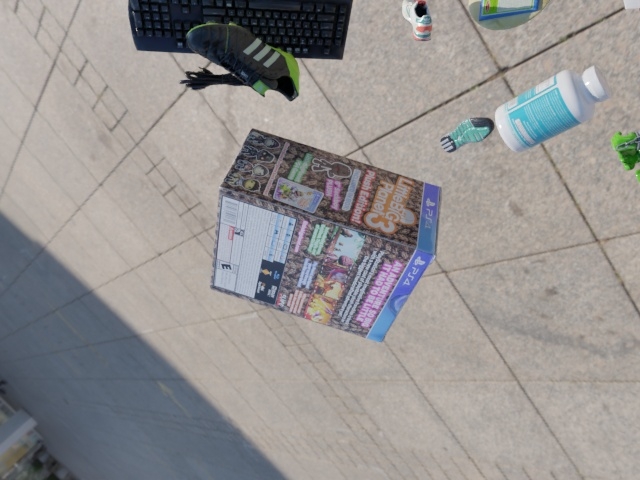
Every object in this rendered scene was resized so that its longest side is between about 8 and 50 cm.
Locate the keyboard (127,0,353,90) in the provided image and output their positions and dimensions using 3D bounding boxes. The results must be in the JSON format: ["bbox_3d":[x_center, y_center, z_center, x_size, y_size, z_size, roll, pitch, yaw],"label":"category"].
[{"bbox_3d":[-0.120,-0.299,0.776,0.318,0.033,0.201,0,149,-8],"label":"keyboard"}]

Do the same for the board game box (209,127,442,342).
[{"bbox_3d":[0.000,0.000,0.763,0.291,0.141,0.232,18,138,-1],"label":"board game box"}]

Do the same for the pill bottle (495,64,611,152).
[{"bbox_3d":[0.616,-0.352,1.348,0.264,0.146,0.146,-26,107,42],"label":"pill bottle"}]

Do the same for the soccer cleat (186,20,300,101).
[{"bbox_3d":[-0.094,-0.238,0.683,0.060,0.179,0.072,-24,70,42],"label":"soccer cleat"}]

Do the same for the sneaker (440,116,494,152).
[{"bbox_3d":[0.489,-0.360,1.644,0.083,0.098,0.224,59,153,-9],"label":"sneaker"}]

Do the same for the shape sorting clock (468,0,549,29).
[{"bbox_3d":[0.477,-0.619,1.272,0.206,0.206,0.040,21,175,30],"label":"shape sorting clock"}]

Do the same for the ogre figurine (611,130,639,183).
[{"bbox_3d":[0.563,-0.133,0.813,0.118,0.096,0.197,-28,114,41],"label":"ogre figurine"}]

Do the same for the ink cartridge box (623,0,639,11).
[{"bbox_3d":[0.820,-0.537,1.078,0.296,0.066,0.261,16,171,43],"label":"ink cartridge box"}]

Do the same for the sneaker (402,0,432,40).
[{"bbox_3d":[0.243,-0.565,1.246,0.057,0.161,0.075,-6,147,-4],"label":"sneaker"}]
